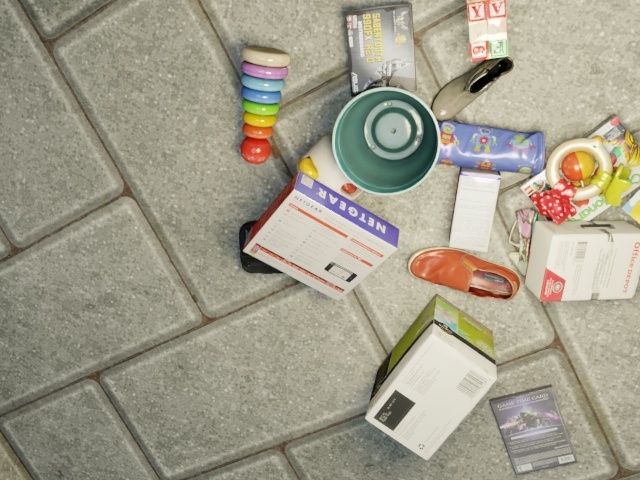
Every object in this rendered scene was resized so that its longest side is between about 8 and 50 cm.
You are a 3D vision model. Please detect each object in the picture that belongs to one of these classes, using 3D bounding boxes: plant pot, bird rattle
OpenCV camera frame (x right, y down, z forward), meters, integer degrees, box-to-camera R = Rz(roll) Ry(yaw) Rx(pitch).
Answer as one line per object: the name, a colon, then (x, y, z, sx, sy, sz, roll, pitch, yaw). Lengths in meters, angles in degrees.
plant pot: (0.187, -0.282, 1.734, 0.272, 0.255, 0.271, 3, 108, 11)
bird rattle: (0.680, -0.165, 1.711, 0.253, 0.143, 0.207, -15, 92, 29)

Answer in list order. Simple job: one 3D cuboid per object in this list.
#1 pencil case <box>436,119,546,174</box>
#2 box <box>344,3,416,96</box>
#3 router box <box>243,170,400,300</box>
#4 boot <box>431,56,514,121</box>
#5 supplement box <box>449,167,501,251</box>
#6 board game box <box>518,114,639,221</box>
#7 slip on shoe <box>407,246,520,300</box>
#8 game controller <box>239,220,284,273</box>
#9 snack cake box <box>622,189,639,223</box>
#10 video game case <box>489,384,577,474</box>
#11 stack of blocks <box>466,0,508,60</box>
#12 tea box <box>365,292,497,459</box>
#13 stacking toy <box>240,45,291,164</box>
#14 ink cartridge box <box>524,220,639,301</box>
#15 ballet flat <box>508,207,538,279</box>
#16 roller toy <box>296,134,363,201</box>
pencil case: (0.456, -0.255, 1.763, 0.306, 0.119, 0.133, 8, 70, 10)
box: (0.166, -0.517, 1.771, 0.183, 0.056, 0.231, -2, 107, 12)
router box: (0.000, 0.000, 1.814, 0.335, 0.082, 0.301, 30, 133, -17)
boot: (0.391, -0.403, 1.705, 0.246, 0.161, 0.083, -39, 96, 19)
supplement box: (0.432, -0.092, 1.821, 0.114, 0.111, 0.220, 7, 108, 9)
board game box: (0.727, -0.170, 1.768, 0.305, 0.053, 0.193, -39, 97, 19)
slip on shoe: (0.418, 0.100, 1.889, 0.331, 0.101, 0.123, 15, 111, 8)
game controller: (-0.098, 0.021, 1.997, 0.319, 0.067, 0.166, 0, 92, 11)
snack cake box: (0.924, -0.021, 1.659, 0.089, 0.152, 0.264, -53, 55, 21)
video game case: (0.668, 0.597, 2.034, 0.196, 0.026, 0.274, -18, 102, 16)
stack of blocks: (0.408, -0.537, 1.588, 0.087, 0.297, 0.171, -4, 106, 15)
tea box: (0.322, 0.383, 1.876, 0.220, 0.323, 0.329, 34, 111, 0)
stacking toy: (-0.175, -0.376, 1.848, 0.141, 0.141, 0.330, 13, 113, 7)
ink cartridge box: (0.718, 0.054, 1.760, 0.273, 0.114, 0.197, 0, 113, -7)
ballet flat: (0.580, 0.016, 1.852, 0.079, 0.077, 0.221, 4, 104, 29)
roller toy: (0.032, -0.186, 1.824, 0.191, 0.209, 0.146, 45, 112, -10)
